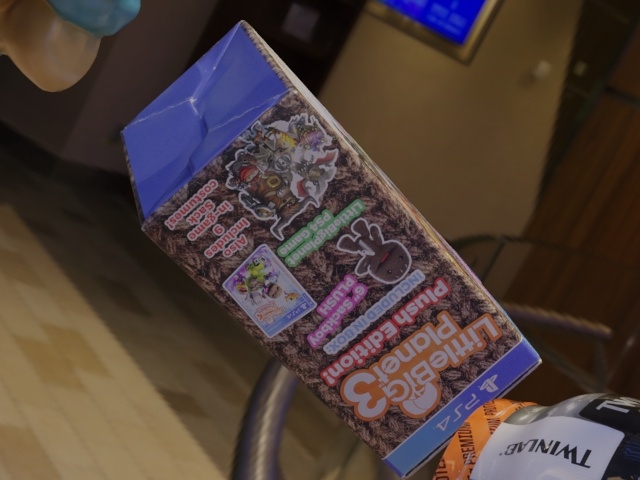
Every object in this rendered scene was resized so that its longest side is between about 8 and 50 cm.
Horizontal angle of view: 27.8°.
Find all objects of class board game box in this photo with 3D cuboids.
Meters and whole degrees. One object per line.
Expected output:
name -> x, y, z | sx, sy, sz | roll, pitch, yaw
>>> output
board game box -> 0.000, 0.000, 1.007 | 0.291, 0.141, 0.232 | 46, 6, -23

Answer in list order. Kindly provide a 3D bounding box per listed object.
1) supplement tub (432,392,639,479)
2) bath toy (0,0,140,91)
supplement tub -> 0.227, 0.201, 0.751 | 0.316, 0.194, 0.193 | 12, 0, 33
bath toy -> -0.220, -0.162, 0.512 | 0.129, 0.151, 0.348 | 7, -8, 34
